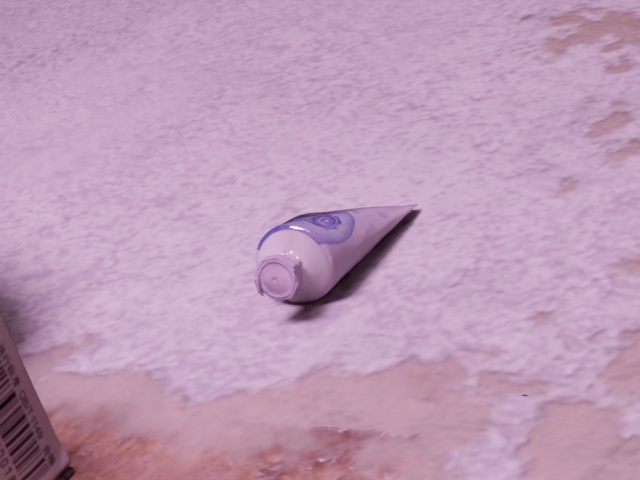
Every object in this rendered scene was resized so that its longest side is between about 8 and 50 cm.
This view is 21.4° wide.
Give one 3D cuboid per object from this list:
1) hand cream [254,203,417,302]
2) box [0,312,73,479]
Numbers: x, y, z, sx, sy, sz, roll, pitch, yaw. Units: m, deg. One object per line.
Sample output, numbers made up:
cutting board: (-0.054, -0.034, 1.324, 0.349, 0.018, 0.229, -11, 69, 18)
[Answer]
hand cream: (0.000, 0.000, 1.099, 0.084, 0.053, 0.142, -4, 20, 27)
box: (-0.237, 0.073, 0.955, 0.133, 0.182, 0.099, 2, 33, 40)
